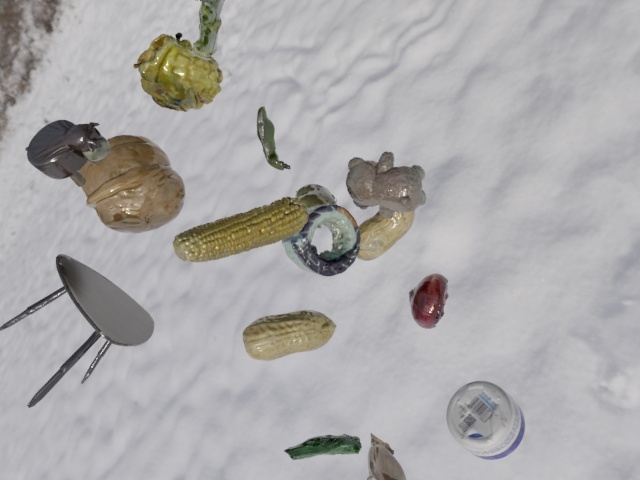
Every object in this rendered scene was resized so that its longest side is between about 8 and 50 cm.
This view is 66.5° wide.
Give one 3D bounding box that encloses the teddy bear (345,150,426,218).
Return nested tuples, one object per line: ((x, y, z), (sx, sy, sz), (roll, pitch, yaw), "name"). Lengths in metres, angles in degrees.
((0.212, -0.177, 1.607), (0.267, 0.235, 0.151), (15, 35, 40), "teddy bear")

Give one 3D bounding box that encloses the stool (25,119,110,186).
((-0.545, -0.198, 1.082), (0.217, 0.121, 0.125), (-8, 60, 17), "stool")

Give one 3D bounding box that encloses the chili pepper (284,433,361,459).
((0.005, 0.578, 1.370), (0.098, 0.225, 0.060), (121, 148, -65), "chili pepper")

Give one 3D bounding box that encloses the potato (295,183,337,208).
((-0.019, -0.140, 1.888), (0.248, 0.169, 0.143), (-103, 5, -70), "potato")

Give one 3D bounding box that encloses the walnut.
((-0.558, -0.163, 1.444), (0.285, 0.296, 0.285), (-26, 4, 2), "walnut")

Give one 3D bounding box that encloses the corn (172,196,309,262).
((-0.146, -0.020, 0.960), (0.086, 0.288, 0.086), (30, 130, 45), "corn")

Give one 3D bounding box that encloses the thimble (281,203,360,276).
((0.000, 0.000, 1.537), (0.150, 0.237, 0.237), (-2, 64, 62), "thimble")

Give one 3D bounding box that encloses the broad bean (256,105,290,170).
((-0.149, -0.289, 1.423), (0.061, 0.195, 0.046), (-19, 16, 17), "broad bean")

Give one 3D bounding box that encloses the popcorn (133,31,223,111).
((-0.352, -0.418, 1.213), (0.218, 0.189, 0.169), (-2, 62, 45), "popcorn")

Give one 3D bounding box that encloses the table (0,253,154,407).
((-0.612, 0.247, 1.204), (0.249, 0.317, 0.317), (-44, 35, -2), "table")

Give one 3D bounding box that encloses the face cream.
((0.475, 0.519, 1.423), (0.206, 0.111, 0.205), (-29, 38, 25), "face cream")

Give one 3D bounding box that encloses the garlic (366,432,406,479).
((0.178, 0.675, 1.365), (0.128, 0.149, 0.266), (-60, -5, 0), "garlic")

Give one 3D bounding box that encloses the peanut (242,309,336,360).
((-0.100, 0.307, 1.611), (0.152, 0.313, 0.152), (169, 90, -75), "peanut")

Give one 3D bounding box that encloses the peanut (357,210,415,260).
((0.262, -0.050, 2.032), (0.340, 0.174, 0.158), (-40, 32, 9), "peanut")

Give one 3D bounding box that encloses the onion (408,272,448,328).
((0.456, 0.252, 2.038), (0.162, 0.248, 0.248), (0, 56, 4), "onion")

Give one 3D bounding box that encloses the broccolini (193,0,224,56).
((-0.132, -0.277, 0.598), (0.074, 0.078, 0.392), (-42, 12, -10), "broccolini")
